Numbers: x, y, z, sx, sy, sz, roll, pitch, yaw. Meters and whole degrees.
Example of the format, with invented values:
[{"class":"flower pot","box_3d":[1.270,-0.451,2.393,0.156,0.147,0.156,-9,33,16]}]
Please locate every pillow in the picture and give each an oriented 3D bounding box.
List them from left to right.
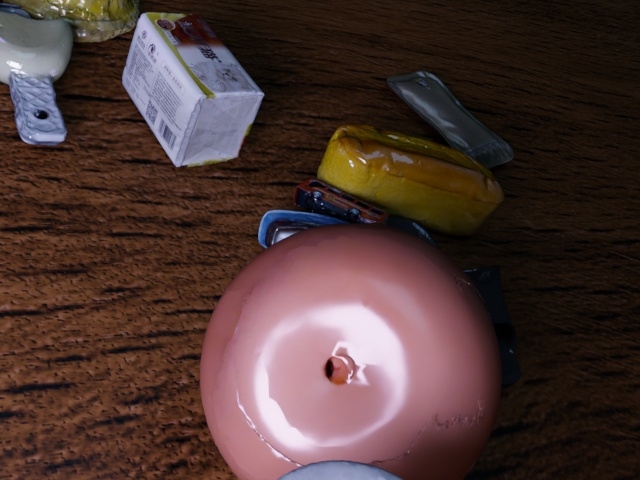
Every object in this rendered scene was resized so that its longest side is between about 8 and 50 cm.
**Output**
[{"class":"pillow","box_3d":[0.201,-0.189,1.147,0.130,0.033,0.217,-20,61,-43]}]

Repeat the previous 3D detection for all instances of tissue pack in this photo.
[{"class":"tissue pack","box_3d":[-0.148,-0.175,0.853,0.099,0.106,0.148,-12,56,-39]}]

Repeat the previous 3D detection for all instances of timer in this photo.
[{"class":"timer","box_3d":[0.024,0.100,0.574,0.229,0.229,0.215,41,-1,12]}]

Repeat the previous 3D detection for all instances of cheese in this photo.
[{"class":"cheese","box_3d":[-0.321,-0.187,0.800,0.127,0.049,0.235,1,47,-33]}]

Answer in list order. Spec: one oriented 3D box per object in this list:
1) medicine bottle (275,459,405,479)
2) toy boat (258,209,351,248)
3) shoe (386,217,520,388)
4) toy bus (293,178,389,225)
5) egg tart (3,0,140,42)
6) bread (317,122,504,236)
[{"class":"medicine bottle","box_3d":[-0.026,0.233,0.392,0.145,0.252,0.144,16,43,-16]},{"class":"toy boat","box_3d":[0.000,0.000,0.806,0.137,0.060,0.061,12,19,-15]},{"class":"shoe","box_3d":[0.144,0.049,0.818,0.108,0.093,0.241,-2,48,-35]},{"class":"toy bus","box_3d":[0.023,-0.037,0.857,0.110,0.031,0.043,27,38,20]},{"class":"egg tart","box_3d":[-0.315,-0.330,0.940,0.191,0.074,0.191,17,39,-15]},{"class":"bread","box_3d":[0.119,-0.080,0.938,0.246,0.094,0.102,14,37,-20]}]
